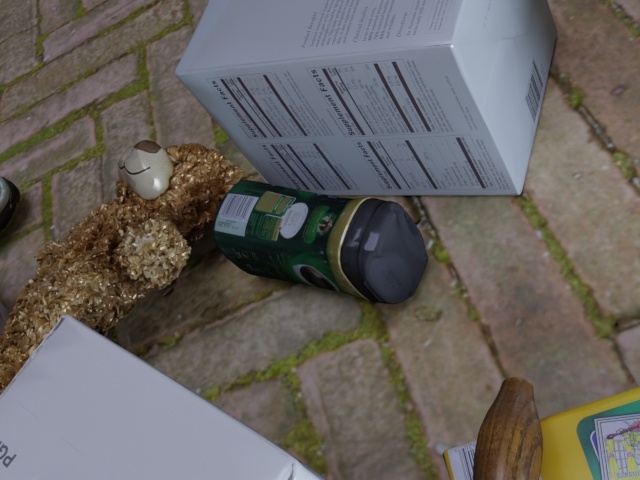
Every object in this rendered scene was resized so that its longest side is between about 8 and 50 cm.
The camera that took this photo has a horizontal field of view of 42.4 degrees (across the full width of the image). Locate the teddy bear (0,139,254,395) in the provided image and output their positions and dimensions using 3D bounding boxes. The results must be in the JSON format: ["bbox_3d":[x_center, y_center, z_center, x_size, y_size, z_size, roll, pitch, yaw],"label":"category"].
[{"bbox_3d":[-0.218,0.022,0.803,0.338,0.113,0.245,-45,16,-2],"label":"teddy bear"}]

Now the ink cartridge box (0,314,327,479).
[{"bbox_3d":[-0.048,0.185,0.500,0.207,0.283,0.117,21,70,39],"label":"ink cartridge box"}]

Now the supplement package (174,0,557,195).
[{"bbox_3d":[0.052,-0.174,0.763,0.263,0.198,0.199,2,59,32],"label":"supplement package"}]

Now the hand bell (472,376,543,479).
[{"bbox_3d":[0.091,0.182,0.447,0.126,0.126,0.242,-6,47,28],"label":"hand bell"}]

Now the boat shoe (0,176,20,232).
[{"bbox_3d":[-0.466,0.011,1.032,0.081,0.068,0.228,44,86,8],"label":"boat shoe"}]

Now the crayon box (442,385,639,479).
[{"bbox_3d":[0.228,0.169,0.485,0.279,0.081,0.165,-23,49,15],"label":"crayon box"}]

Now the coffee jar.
[{"bbox_3d":[0.000,0.000,0.737,0.185,0.096,0.079,11,67,35],"label":"coffee jar"}]

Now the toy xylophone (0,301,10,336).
[{"bbox_3d":[-0.442,0.169,0.888,0.236,0.081,0.322,16,67,37],"label":"toy xylophone"}]
